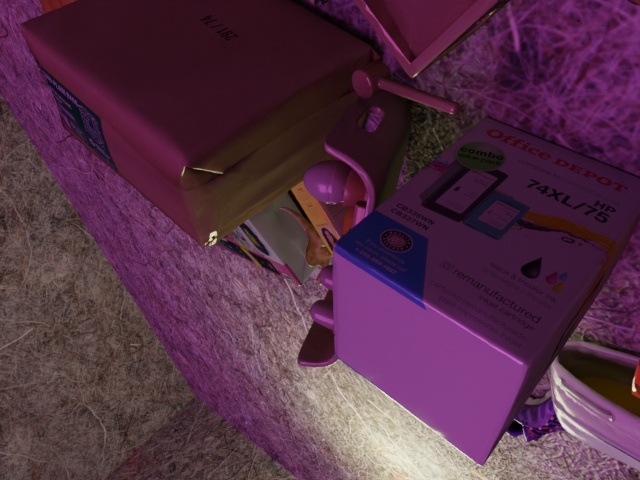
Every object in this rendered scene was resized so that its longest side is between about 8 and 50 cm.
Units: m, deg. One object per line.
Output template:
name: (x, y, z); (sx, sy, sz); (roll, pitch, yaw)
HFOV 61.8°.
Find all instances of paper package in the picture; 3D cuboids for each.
paper package: (-0.149, -0.198, 0.699); (0.324, 0.309, 0.168); (39, 149, 21)

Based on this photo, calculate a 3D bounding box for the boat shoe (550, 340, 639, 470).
boat shoe: (0.416, 0.187, 0.574); (0.367, 0.135, 0.157); (20, 138, 57)

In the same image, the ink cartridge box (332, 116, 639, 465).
ink cartridge box: (0.173, 0.039, 0.571); (0.198, 0.270, 0.197); (32, 145, 29)

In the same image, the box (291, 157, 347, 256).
box: (0.032, -0.046, 0.862); (0.232, 0.087, 0.058); (57, 153, -15)

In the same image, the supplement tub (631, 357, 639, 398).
supplement tub: (0.429, 0.125, 0.397); (0.315, 0.193, 0.194); (24, 142, 38)

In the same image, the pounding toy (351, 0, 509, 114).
pounding toy: (0.109, -0.221, 0.534); (0.181, 0.094, 0.206); (52, 152, -4)

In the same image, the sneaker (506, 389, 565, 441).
sneaker: (0.348, 0.279, 0.820); (0.068, 0.071, 0.170); (46, 151, 6)

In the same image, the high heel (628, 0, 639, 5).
high heel: (0.278, -0.175, 0.291); (0.261, 0.093, 0.186); (29, 169, -32)

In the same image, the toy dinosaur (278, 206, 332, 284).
toy dinosaur: (0.000, 0.000, 0.950); (0.053, 0.092, 0.183); (14, 136, 46)

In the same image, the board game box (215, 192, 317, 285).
board game box: (-0.159, -0.051, 1.062); (0.303, 0.098, 0.224); (23, 156, 42)

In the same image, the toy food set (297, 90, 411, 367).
toy food set: (0.030, -0.020, 0.677); (0.092, 0.220, 0.306); (16, 125, 10)

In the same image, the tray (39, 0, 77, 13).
tray: (-0.531, -0.614, 0.985); (0.202, 0.076, 0.411); (28, 144, 34)

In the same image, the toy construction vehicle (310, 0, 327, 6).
toy construction vehicle: (-0.014, -0.332, 0.645); (0.086, 0.035, 0.098); (49, 151, 25)
